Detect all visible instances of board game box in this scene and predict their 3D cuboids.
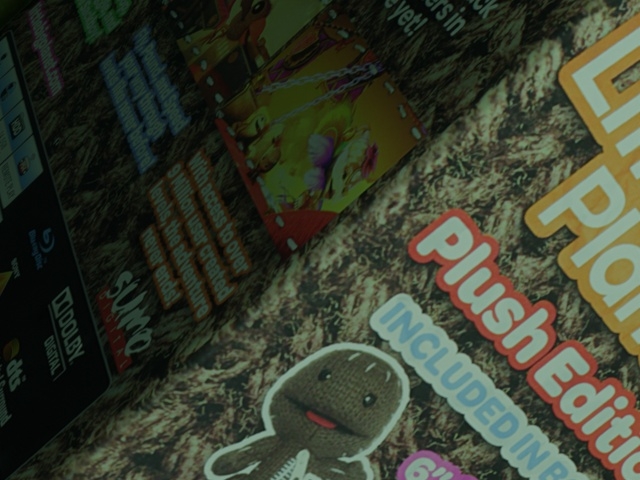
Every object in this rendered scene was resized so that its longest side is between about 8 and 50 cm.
[{"bbox_3d":[0.000,0.000,0.518,0.141,0.291,0.232,43,11,-31],"label":"board game box"}]

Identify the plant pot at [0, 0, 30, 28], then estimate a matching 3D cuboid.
[{"bbox_3d":[-0.058,-0.068,0.747,0.294,0.274,0.275,63,6,-9],"label":"plant pot"}]
